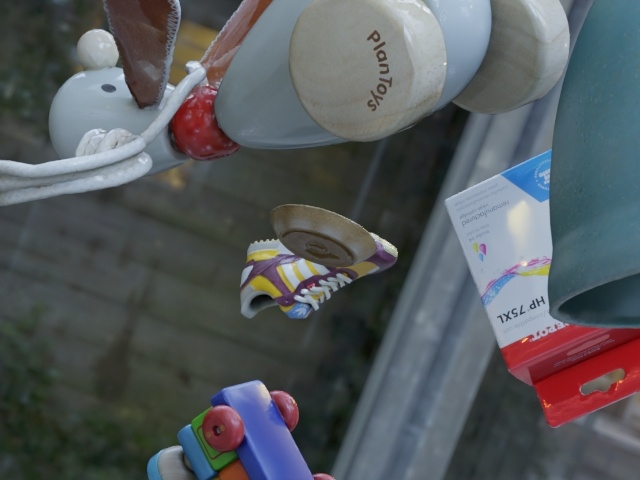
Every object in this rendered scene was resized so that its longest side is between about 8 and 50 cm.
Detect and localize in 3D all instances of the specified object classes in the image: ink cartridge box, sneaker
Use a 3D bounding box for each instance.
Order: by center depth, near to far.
[{"bbox_3d":[0.222,0.043,1.766,0.078,0.134,0.231,33,34,-63],"label":"ink cartridge box"},{"bbox_3d":[-0.002,0.041,1.941,0.185,0.084,0.069,-9,-30,37],"label":"sneaker"}]

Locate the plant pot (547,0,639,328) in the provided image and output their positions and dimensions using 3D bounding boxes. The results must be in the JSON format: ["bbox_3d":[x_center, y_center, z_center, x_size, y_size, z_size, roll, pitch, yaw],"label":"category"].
[{"bbox_3d":[0.240,-0.079,0.883,0.293,0.196,0.293,-7,-10,-1],"label":"plant pot"}]

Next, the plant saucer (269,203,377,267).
[{"bbox_3d":[0.000,0.000,1.384,0.083,0.015,0.083,16,-23,7],"label":"plant saucer"}]

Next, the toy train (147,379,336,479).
[{"bbox_3d":[-0.055,0.266,1.707,0.105,0.143,0.248,-9,67,-55],"label":"toy train"}]

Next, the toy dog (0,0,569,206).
[{"bbox_3d":[-0.032,-0.129,1.074,0.333,0.161,0.220,-9,4,16],"label":"toy dog"}]
